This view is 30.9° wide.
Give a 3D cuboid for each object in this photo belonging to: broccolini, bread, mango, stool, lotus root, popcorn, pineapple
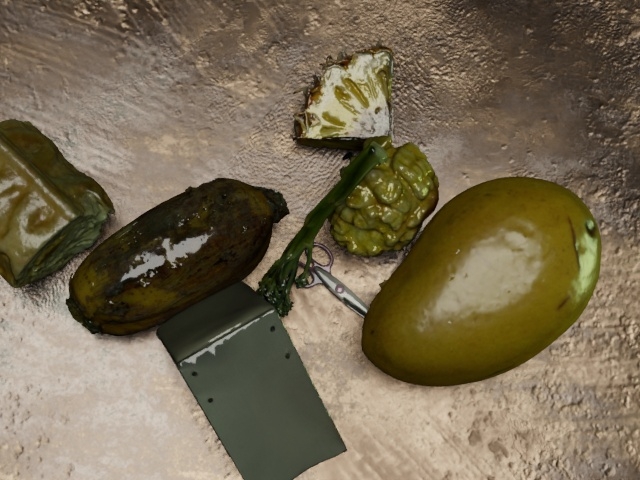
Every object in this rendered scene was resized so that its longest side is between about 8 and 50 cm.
[{"bbox_3d":[0.002,-0.003,1.878,0.074,0.392,0.078,21,40,-26],"label":"broccolini"},{"bbox_3d":[-0.497,-0.069,1.909,0.238,0.196,0.252,-38,82,-7],"label":"bread"},{"bbox_3d":[0.265,0.076,1.932,0.445,0.220,0.301,-30,97,-10],"label":"mango"},{"bbox_3d":[-0.114,0.229,1.820,0.170,0.243,0.269,-30,105,-9],"label":"stool"},{"bbox_3d":[-0.233,0.025,1.913,0.398,0.196,0.179,-31,86,-14],"label":"lotus root"},{"bbox_3d":[0.103,-0.074,1.953,0.169,0.218,0.189,32,47,-12],"label":"popcorn"},{"bbox_3d":[0.059,-0.235,2.042,0.186,0.114,0.236,42,89,3],"label":"pineapple"}]

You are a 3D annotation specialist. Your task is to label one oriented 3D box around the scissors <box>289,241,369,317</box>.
[{"bbox_3d":[0.029,0.081,2.011,0.176,0.022,0.085,40,78,6],"label":"scissors"}]
